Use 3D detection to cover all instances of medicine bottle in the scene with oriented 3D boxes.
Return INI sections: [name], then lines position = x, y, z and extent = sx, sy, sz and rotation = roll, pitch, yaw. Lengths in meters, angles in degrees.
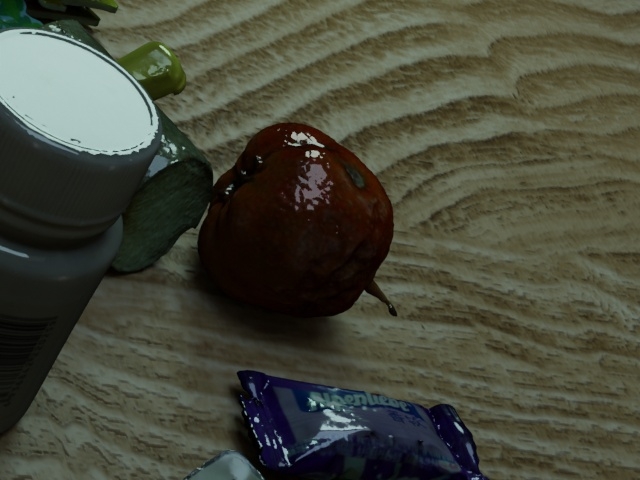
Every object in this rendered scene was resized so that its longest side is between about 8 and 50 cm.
[medicine bottle]
position = -0.288, -0.005, 1.742
extent = 0.208, 0.340, 0.208
rotation = 22, 33, -16

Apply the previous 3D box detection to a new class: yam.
[yam]
position = -0.244, -0.107, 2.091
extent = 0.268, 0.161, 0.161
rotation = 47, 35, 17

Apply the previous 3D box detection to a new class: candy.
[candy]
position = 0.044, 0.200, 2.013
extent = 0.275, 0.070, 0.145
rotation = 11, 32, -24

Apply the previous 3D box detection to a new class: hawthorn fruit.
[hawthorn fruit]
position = 0.000, 0.000, 2.136
extent = 0.243, 0.207, 0.207
rotation = 38, 30, -16

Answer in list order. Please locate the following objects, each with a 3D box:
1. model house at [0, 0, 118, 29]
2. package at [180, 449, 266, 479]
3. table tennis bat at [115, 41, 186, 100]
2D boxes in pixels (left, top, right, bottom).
[model house]
position = -0.348, -0.356, 2.259
extent = 0.312, 0.242, 0.358
rotation = 28, 31, -13
[package]
position = -0.101, 0.285, 1.808
extent = 0.166, 0.040, 0.232
rotation = 41, 41, 18
[table tennis bat]
position = -0.299, -0.101, 1.966
extent = 0.368, 0.054, 0.224
rotation = -26, 69, -15
